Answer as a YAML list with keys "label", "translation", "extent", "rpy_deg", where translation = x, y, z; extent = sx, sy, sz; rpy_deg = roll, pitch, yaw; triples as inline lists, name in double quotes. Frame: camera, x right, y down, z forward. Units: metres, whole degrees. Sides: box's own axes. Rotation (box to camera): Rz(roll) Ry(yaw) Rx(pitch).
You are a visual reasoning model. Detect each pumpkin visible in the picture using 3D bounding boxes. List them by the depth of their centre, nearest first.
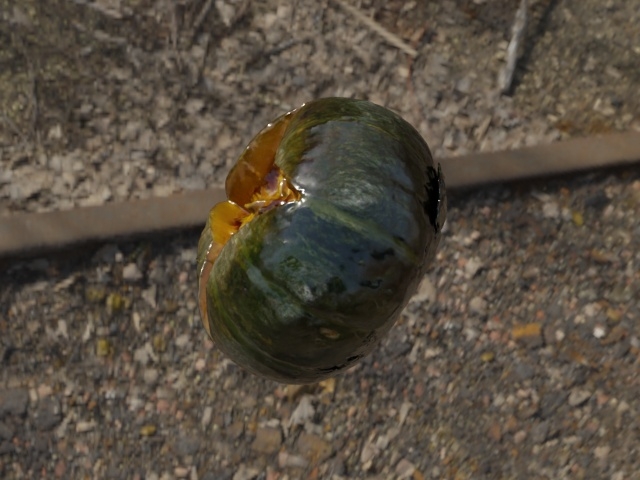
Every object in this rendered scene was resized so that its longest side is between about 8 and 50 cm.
- label: "pumpkin"
  translation: [0.002, 0.001, 0.821]
  extent: [0.159, 0.238, 0.237]
  rpy_deg: [32, 50, -22]
